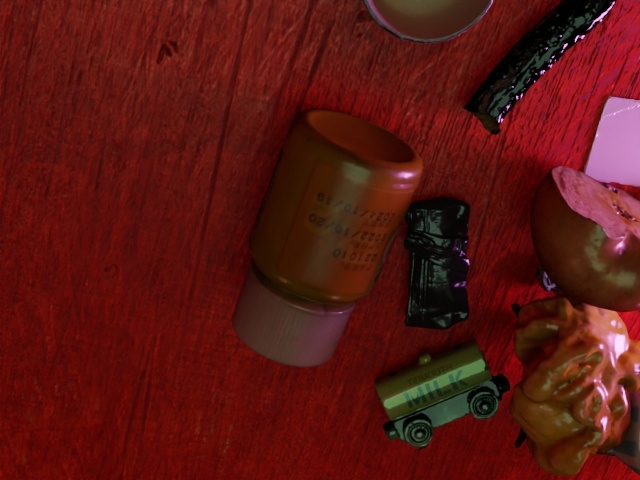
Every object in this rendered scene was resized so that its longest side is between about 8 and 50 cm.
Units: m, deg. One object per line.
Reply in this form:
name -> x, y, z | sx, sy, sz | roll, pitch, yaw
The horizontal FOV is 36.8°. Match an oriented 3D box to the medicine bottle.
medicine bottle -> 0.000, 0.000, 1.569 | 0.224, 0.224, 0.384 | 16, 113, -14

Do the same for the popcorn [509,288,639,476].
popcorn -> 0.456, 0.230, 1.680 | 0.281, 0.297, 0.316 | -8, 108, 36

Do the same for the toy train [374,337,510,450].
toy train -> 0.223, 0.281, 1.813 | 0.253, 0.105, 0.157 | -23, 102, 6

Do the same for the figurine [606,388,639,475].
figurine -> 0.659, 0.294, 1.815 | 0.377, 0.361, 0.266 | 23, 113, 20

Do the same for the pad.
pad -> 0.583, -0.163, 1.675 | 0.232, 0.004, 0.156 | 7, 115, -9

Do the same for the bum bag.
bum bag -> 0.205, 0.042, 1.705 | 0.123, 0.060, 0.248 | -3, 115, -6

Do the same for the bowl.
bowl -> 0.156, -0.410, 1.446 | 0.211, 0.112, 0.211 | -2, 116, -5

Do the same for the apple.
apple -> 0.470, 0.015, 1.625 | 0.293, 0.251, 0.163 | 26, 116, -11

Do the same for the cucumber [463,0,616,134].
cucumber -> 0.353, -0.305, 1.542 | 0.081, 0.072, 0.303 | 35, 107, -18

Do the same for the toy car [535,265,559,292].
toy car -> 0.456, 0.052, 1.751 | 0.122, 0.035, 0.059 | -23, 119, -1
